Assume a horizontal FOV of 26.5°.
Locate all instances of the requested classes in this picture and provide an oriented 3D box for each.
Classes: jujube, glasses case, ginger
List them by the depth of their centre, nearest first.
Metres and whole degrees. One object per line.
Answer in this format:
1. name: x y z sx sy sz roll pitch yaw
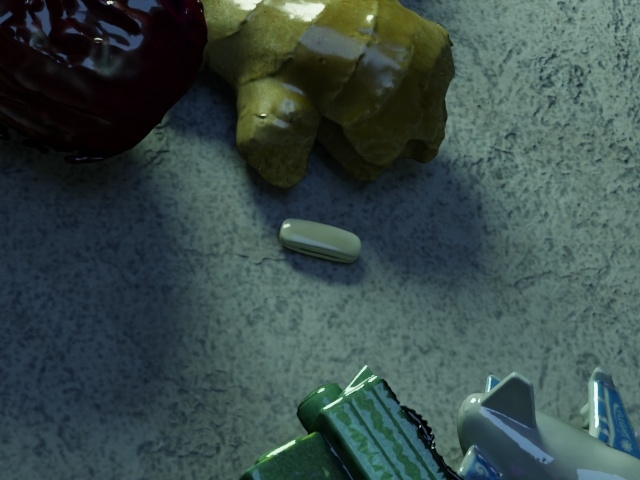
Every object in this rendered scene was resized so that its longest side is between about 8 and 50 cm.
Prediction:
1. jujube: -0.287 -0.239 1.266 0.376 0.258 0.258 37 53 -9
2. glasses case: 0.000 0.000 1.347 0.083 0.021 0.032 14 55 -11
3. ginger: -0.049 -0.174 1.413 0.375 0.166 0.236 10 90 14

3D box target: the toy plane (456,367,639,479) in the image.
1. toy plane: 0.230 0.220 1.206 0.267 0.122 0.267 22 47 -25

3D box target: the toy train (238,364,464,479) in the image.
1. toy train: 0.055 0.273 1.123 0.178 0.138 0.330 -26 69 -27
